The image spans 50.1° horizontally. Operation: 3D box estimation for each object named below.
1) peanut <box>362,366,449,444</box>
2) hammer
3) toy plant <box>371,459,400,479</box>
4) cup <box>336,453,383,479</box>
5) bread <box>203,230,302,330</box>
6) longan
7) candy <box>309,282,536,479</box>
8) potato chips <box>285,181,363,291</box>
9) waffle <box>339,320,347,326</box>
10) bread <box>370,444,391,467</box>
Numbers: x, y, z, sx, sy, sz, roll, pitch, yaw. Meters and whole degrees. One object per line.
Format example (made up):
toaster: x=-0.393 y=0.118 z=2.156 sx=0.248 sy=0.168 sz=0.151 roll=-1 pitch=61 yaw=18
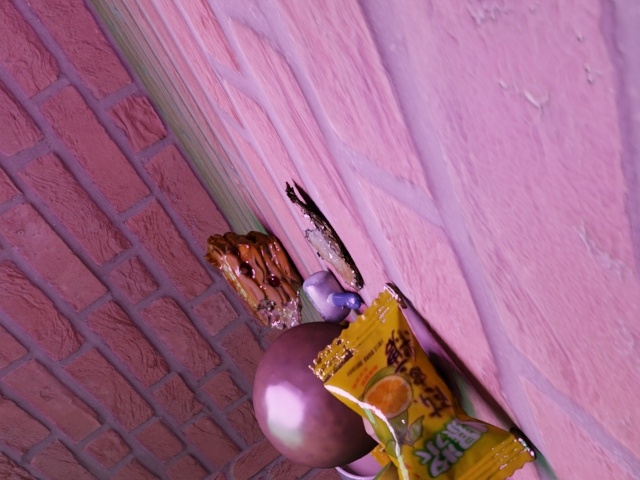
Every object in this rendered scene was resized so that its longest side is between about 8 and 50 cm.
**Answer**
peanut: x=0.132 y=0.256 z=1.096 sx=0.149 sy=0.149 sz=0.313 roll=53 pitch=171 yaw=15
hammer: x=0.035 y=0.115 z=1.358 sx=0.116 sy=0.069 sz=0.194 roll=57 pitch=163 yaw=-9
toy plant: x=0.210 y=0.593 z=1.337 sx=0.316 sy=0.184 sz=0.224 roll=43 pitch=134 yaw=13
cup: x=0.164 y=0.571 z=1.910 sx=0.327 sy=0.236 sz=0.323 roll=64 pitch=-163 yaw=-48
bread: x=-0.164 y=0.114 z=2.028 sx=0.370 sy=0.191 sz=0.314 roll=53 pitch=169 yaw=-22
longan: x=0.011 y=0.298 z=1.341 sx=0.297 sy=0.297 sz=0.297 roll=54 pitch=171 yaw=12
candy: x=0.120 y=0.217 z=0.906 sx=0.081 sy=0.187 sz=0.297 roll=21 pitch=-153 yaw=-52
potato chips: x=0.004 y=-0.003 z=1.188 sx=0.202 sy=0.029 sz=0.220 roll=45 pitch=170 yaw=47
waffle: x=0.046 y=0.328 z=1.676 sx=0.291 sy=0.051 sz=0.291 roll=-2 pitch=-90 yaw=-76
bread: x=0.155 y=0.413 z=1.537 sx=0.268 sy=0.145 sz=0.268 roll=50 pitch=168 yaw=14
